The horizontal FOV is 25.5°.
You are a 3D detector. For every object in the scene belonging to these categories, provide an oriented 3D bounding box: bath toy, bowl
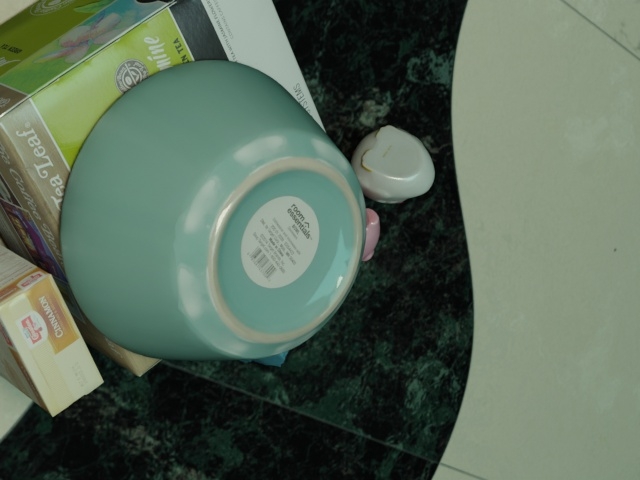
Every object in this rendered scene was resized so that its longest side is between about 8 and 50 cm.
[{"bbox_3d":[0.000,0.000,1.748,0.348,0.151,0.129,-48,166,-19],"label":"bath toy"},{"bbox_3d":[-0.077,-0.007,1.372,0.311,0.163,0.312,-14,114,-34],"label":"bowl"}]

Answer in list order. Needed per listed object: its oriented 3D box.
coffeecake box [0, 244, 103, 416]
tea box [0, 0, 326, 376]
[{"bbox_3d":[-0.322,0.083,1.483,0.068,0.185,0.142,-35,123,-24],"label":"coffeecake box"},{"bbox_3d":[-0.189,-0.099,1.504,0.323,0.220,0.329,-38,124,-23],"label":"tea box"}]
